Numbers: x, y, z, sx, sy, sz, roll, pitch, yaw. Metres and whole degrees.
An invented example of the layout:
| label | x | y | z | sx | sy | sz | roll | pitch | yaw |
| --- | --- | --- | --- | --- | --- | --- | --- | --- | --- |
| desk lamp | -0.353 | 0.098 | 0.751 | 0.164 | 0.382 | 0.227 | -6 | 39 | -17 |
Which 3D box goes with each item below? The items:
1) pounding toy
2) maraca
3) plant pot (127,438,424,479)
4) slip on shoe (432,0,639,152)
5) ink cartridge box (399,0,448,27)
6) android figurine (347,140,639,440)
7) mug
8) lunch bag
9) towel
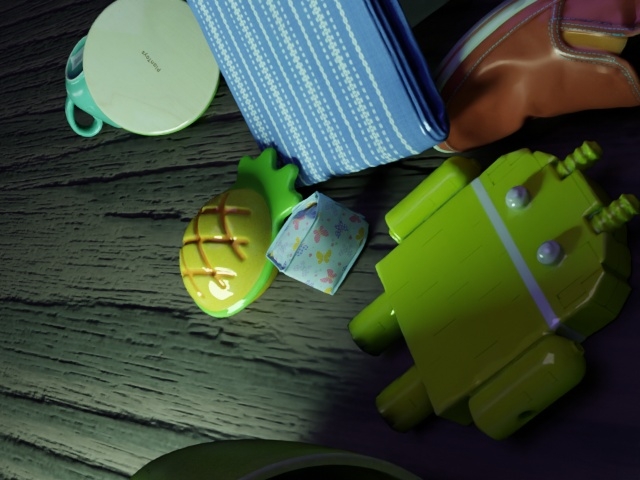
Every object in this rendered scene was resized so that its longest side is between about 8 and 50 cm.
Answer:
| label | x | y | z | sx | sy | sz | roll | pitch | yaw |
| --- | --- | --- | --- | --- | --- | --- | --- | --- | --- |
| pounding toy | -0.218 | -0.259 | 1.262 | 0.183 | 0.110 | 0.236 | -14 | 95 | 9 |
| maraca | -0.082 | -0.008 | 0.994 | 0.127 | 0.099 | 0.185 | 38 | 103 | 38 |
| plant pot | -0.066 | 0.264 | 0.738 | 0.293 | 0.275 | 0.274 | 8 | 75 | 65 |
| slip on shoe | 0.219 | -0.148 | 0.740 | 0.331 | 0.123 | 0.101 | -25 | 57 | 29 |
| ink cartridge box | 0.033 | -0.324 | 0.992 | 0.197 | 0.114 | 0.273 | -37 | 42 | -1 |
| android figurine | 0.138 | 0.034 | 0.775 | 0.273 | 0.056 | 0.248 | -42 | 44 | 26 |
| mug | -0.310 | -0.229 | 1.364 | 0.129 | 0.097 | 0.157 | 13 | 79 | 49 |
| lunch bag | 0.000 | 0.000 | 0.927 | 0.083 | 0.071 | 0.053 | -58 | 36 | 10 |
| towel | -0.014 | -0.176 | 0.884 | 0.040 | 0.243 | 0.336 | -29 | 8 | -24 |
